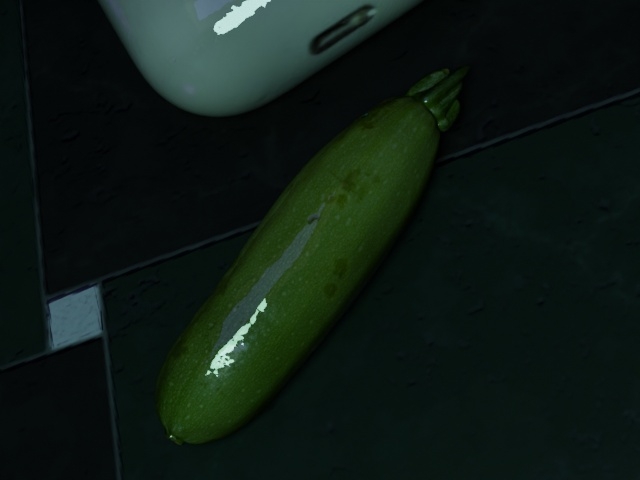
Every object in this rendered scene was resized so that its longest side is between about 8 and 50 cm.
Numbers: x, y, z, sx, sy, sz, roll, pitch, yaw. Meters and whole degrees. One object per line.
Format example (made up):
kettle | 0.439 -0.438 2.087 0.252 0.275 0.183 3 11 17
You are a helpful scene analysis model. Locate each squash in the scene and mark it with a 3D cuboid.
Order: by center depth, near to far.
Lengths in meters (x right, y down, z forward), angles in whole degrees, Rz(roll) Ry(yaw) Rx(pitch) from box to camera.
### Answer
squash | 0.000 0.000 1.255 0.094 0.094 0.341 32 77 34

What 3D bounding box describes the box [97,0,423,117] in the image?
box | -0.058 -0.272 1.404 0.288 0.141 0.349 -34 54 4
